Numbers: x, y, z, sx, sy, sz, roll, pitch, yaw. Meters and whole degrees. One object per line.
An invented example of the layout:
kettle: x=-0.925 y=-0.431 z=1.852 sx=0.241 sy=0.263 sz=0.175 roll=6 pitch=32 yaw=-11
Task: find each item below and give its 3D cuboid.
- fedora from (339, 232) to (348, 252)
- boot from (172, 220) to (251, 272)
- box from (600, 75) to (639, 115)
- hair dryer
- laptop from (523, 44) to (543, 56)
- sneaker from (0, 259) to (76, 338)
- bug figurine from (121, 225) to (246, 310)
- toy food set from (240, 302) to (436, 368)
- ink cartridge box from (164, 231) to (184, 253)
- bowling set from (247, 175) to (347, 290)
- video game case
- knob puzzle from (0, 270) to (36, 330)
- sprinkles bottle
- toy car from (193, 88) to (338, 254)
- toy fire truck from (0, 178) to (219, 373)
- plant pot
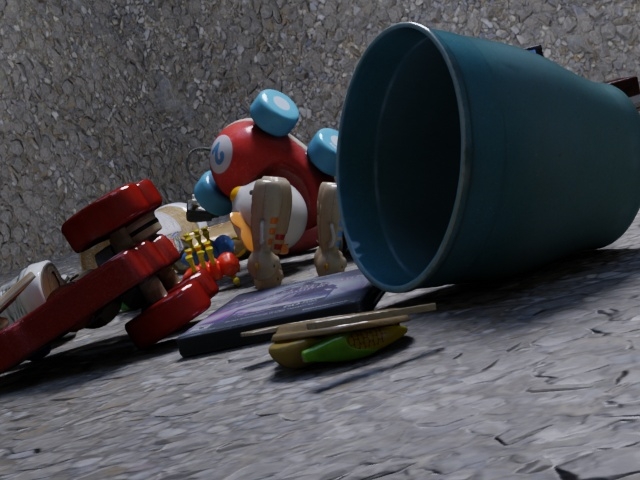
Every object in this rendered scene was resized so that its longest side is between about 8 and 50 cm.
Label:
fedora: x=0.109 y=-0.084 z=1.976 sx=0.124 sy=0.243 sz=0.275 roll=15 pitch=-8 yaw=1
boot: x=-0.114 y=-0.012 z=2.335 sx=0.270 sy=0.089 sz=0.236 roll=-16 pitch=-5 yaw=-29
box: x=0.352 y=-0.130 z=1.863 sx=0.203 sy=0.168 sz=0.167 roll=-10 pitch=7 yaw=39
hair dryer: x=-0.090 y=-0.046 z=2.142 sx=0.294 sy=0.080 sz=0.223 roll=13 pitch=-26 yaw=-3
laptop: x=0.270 y=-0.196 z=2.234 sx=0.264 sy=0.234 sz=0.137 roll=-16 pitch=5 yaw=-37
sneaker: x=-0.401 y=0.099 z=1.771 sx=0.123 sy=0.105 sz=0.290 roll=-18 pitch=-6 yaw=-7
bug figurine: x=-0.216 y=0.046 z=1.980 sx=0.216 sy=0.072 sz=0.279 roll=-20 pitch=10 yaw=-2
toy food set: x=0.015 y=0.086 z=1.127 sx=0.132 sy=0.038 sz=0.192 roll=-8 pitch=-3 yaw=-21
ink cartridge box: x=-0.238 y=0.018 z=1.867 sx=0.063 sy=0.029 sz=0.115 roll=-18 pitch=9 yaw=5
bowling set: x=0.000 y=0.000 z=1.711 sx=0.200 sy=0.154 sz=0.287 roll=5 pitch=4 yaw=2
video game case: x=-0.029 y=0.072 z=1.431 sx=0.196 sy=0.026 sz=0.274 roll=-12 pitch=6 yaw=11
knob puzzle: x=-0.423 y=0.130 z=1.533 sx=0.213 sy=0.030 sz=0.213 roll=-43 pitch=6 yaw=5
sprinkles bottle: x=-0.327 y=0.007 z=2.438 sx=0.121 sy=0.121 sz=0.355 roll=-12 pitch=5 yaw=17
toy car: x=-0.089 y=-0.064 z=1.940 sx=0.219 sy=0.210 sz=0.238 roll=-52 pitch=8 yaw=31
toy fire truck: x=-0.271 y=0.065 z=1.515 sx=0.254 sy=0.169 sz=0.302 roll=-32 pitch=3 yaw=2
plant pot: x=0.187 y=-0.079 z=1.347 sx=0.255 sy=0.271 sz=0.272 roll=1 pitch=-2 yaw=-25
